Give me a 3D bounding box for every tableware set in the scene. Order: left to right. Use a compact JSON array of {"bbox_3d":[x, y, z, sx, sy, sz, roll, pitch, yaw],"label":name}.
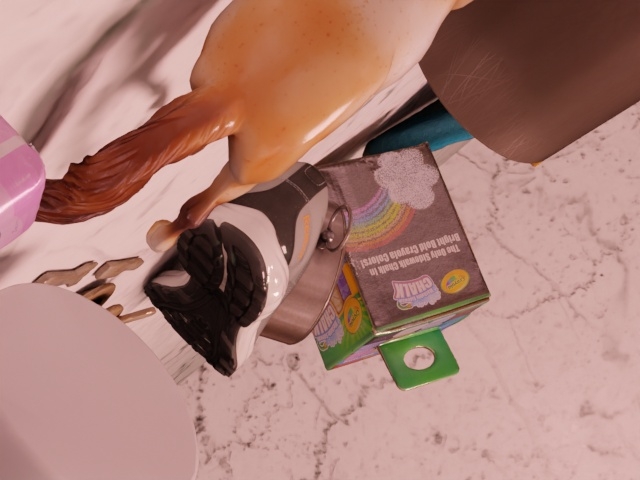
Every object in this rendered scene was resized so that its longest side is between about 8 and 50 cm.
[{"bbox_3d":[-0.169,0.067,0.736,0.128,0.039,0.194,-40,176,8],"label":"tableware set"}]

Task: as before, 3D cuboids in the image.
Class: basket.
[{"bbox_3d":[0.169,-0.154,0.652,0.227,0.154,0.204,-38,177,36],"label":"basket"}]

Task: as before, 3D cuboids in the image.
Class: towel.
[{"bbox_3d":[0.248,-0.157,1.190,0.370,0.040,0.271,-14,-167,37],"label":"towel"}]

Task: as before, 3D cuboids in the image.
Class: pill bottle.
[{"bbox_3d":[-0.191,0.146,0.570,0.264,0.153,0.153,-41,176,22],"label":"pill bottle"}]

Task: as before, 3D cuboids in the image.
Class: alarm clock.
[{"bbox_3d":[-0.022,0.014,1.004,0.192,0.064,0.129,-34,-139,54],"label":"alarm clock"}]

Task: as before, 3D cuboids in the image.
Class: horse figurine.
[{"bbox_3d":[0.001,-0.080,0.460,0.263,0.066,0.174,-41,-177,-25],"label":"horse figurine"}]

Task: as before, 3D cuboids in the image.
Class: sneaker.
[{"bbox_3d":[-0.059,0.025,0.911,0.108,0.100,0.271,-44,179,-27],"label":"sneaker"}]

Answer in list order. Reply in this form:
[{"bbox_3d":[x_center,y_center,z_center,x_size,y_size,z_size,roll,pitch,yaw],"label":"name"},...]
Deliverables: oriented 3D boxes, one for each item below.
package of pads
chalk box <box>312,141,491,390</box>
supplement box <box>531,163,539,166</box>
[{"bbox_3d":[-0.127,-0.002,0.372,0.083,0.032,0.050,-38,173,-26],"label":"package of pads"},{"bbox_3d":[0.061,0.038,1.123,0.132,0.213,0.132,-14,167,-25],"label":"chalk box"},{"bbox_3d":[0.220,-0.187,0.875,0.194,0.129,0.191,-38,176,-27],"label":"supplement box"}]
